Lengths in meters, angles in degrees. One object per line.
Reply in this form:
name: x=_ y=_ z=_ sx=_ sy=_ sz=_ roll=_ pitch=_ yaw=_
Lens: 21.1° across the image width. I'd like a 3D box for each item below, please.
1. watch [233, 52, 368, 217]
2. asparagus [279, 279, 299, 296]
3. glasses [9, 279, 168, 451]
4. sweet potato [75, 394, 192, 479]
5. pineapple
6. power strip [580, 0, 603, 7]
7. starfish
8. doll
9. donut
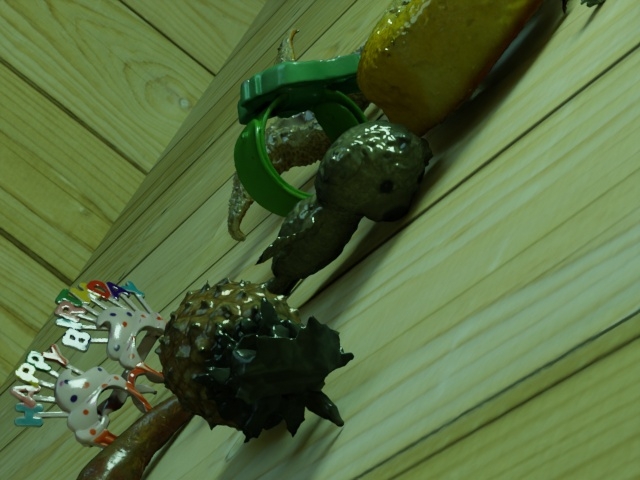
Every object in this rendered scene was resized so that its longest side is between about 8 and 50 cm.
watch: x=-0.001 y=-0.106 z=1.763 sx=0.165 sy=0.152 sz=0.131 roll=-7 pitch=-13 yaw=-28
asparagus: x=-0.055 y=0.070 z=1.701 sx=0.166 sy=0.013 sz=0.016 roll=-49 pitch=53 yaw=19
glasses: x=-0.242 y=0.143 z=1.852 sx=0.095 sy=0.162 sz=0.255 roll=-48 pitch=10 yaw=39
sweet potato: x=-0.204 y=0.240 z=1.658 sx=0.078 sy=0.058 sz=0.255 roll=-9 pitch=39 yaw=51
pineapple: x=-0.051 y=0.094 z=1.327 sx=0.128 sy=0.128 sz=0.248 roll=-53 pitch=14 yaw=-8
power strip: x=0.237 y=-0.226 z=1.418 sx=0.083 sy=0.027 sz=0.017 roll=-56 pitch=12 yaw=-15
starfish: x=0.022 y=-0.164 z=1.962 sx=0.293 sy=0.084 sz=0.301 roll=-24 pitch=38 yaw=50
doll: x=-0.010 y=0.001 z=1.551 sx=0.286 sy=0.091 sz=0.203 roll=-38 pitch=-20 yaw=14
donut: x=0.131 y=-0.205 z=1.576 sx=0.253 sy=0.118 sz=0.253 roll=-55 pitch=10 yaw=14
